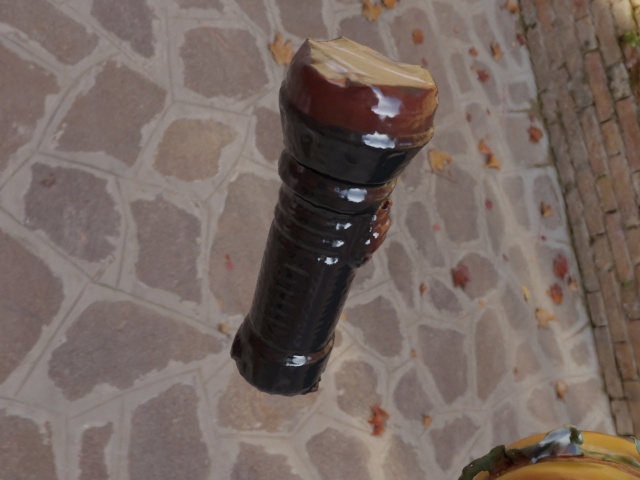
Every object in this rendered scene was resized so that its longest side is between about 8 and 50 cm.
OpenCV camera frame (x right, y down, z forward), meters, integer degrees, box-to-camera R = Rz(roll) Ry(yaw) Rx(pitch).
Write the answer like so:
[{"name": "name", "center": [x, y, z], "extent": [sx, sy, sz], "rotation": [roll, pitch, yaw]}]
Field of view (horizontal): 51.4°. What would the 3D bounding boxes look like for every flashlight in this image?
[{"name": "flashlight", "center": [0.000, 0.000, 0.410], "extent": [0.093, 0.232, 0.093], "rotation": [10, 32, -7]}]

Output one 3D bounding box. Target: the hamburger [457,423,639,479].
[{"name": "hamburger", "center": [0.224, 0.271, 0.574], "extent": [0.170, 0.246, 0.246], "rotation": [-23, 92, -66]}]
